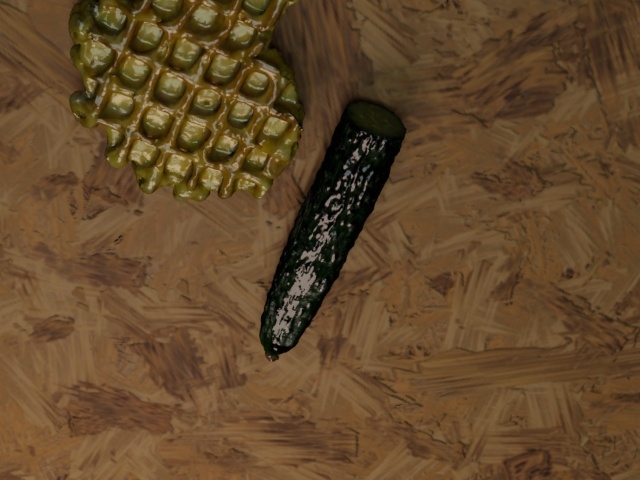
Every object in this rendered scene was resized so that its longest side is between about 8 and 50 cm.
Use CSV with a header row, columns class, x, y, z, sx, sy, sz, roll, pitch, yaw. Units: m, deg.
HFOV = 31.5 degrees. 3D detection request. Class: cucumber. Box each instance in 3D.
class,x,y,z,sx,sy,sz,roll,pitch,yaw
cucumber,0.000,0.000,1.124,0.067,0.067,0.294,19,119,-11

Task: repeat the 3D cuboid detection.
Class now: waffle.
class,x,y,z,sx,sy,sz,roll,pitch,yaw
waffle,-0.106,-0.149,1.041,0.249,0.056,0.253,-28,115,15
